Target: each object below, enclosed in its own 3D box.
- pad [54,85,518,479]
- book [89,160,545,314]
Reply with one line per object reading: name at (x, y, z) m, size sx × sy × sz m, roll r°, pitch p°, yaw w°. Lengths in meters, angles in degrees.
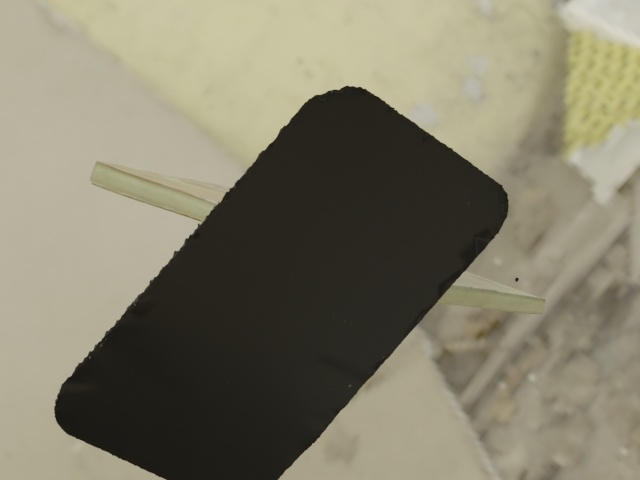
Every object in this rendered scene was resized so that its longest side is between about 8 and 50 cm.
pad at (0.022, 0.054, 1.143) m, size 0.250 × 0.323 × 0.055 m, roll -49°, pitch 59°, yaw 12°
book at (0.000, 0.000, 1.474) m, size 0.295 × 0.208 × 0.020 m, roll 20°, pitch 95°, yaw 28°
